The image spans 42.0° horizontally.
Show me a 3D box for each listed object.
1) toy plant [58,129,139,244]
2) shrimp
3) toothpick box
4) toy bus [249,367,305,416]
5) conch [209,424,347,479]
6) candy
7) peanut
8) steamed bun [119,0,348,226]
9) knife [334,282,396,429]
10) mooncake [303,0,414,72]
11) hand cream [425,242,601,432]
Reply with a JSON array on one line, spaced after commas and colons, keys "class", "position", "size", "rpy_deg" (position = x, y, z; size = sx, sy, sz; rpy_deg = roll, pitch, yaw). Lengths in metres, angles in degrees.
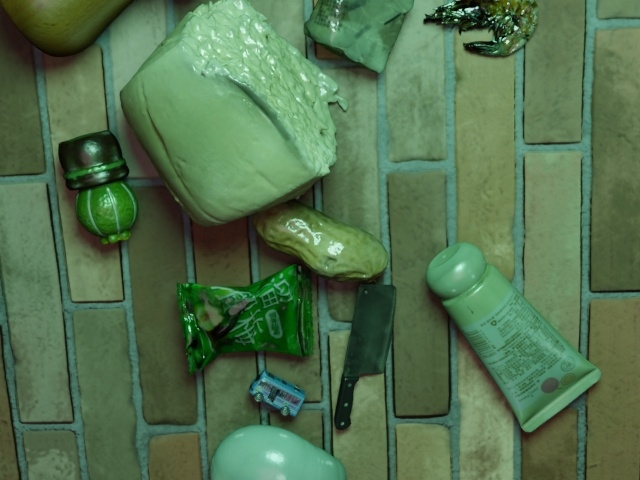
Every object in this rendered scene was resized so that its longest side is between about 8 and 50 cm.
[{"class": "toy plant", "position": [-0.319, -0.074, 1.215], "size": [0.093, 0.093, 0.162], "rpy_deg": [-15, 104, 5]}, {"class": "shrimp", "position": [0.227, -0.304, 1.178], "size": [0.161, 0.034, 0.091], "rpy_deg": [-4, 102, 2]}, {"class": "toothpick box", "position": [-0.275, -0.376, 1.105], "size": [0.294, 0.192, 0.192], "rpy_deg": [-29, 99, 12]}, {"class": "toy bus", "position": [-0.067, 0.237, 1.296], "size": [0.083, 0.038, 0.046], "rpy_deg": [29, 97, -6]}, {"class": "conch", "position": [-0.067, 0.381, 1.299], "size": [0.221, 0.121, 0.185], "rpy_deg": [19, 131, -7]}, {"class": "candy", "position": [-0.110, 0.113, 1.256], "size": [0.203, 0.078, 0.141], "rpy_deg": [-7, 113, -9]}, {"class": "peanut", "position": [0.000, 0.000, 1.219], "size": [0.214, 0.099, 0.099], "rpy_deg": [31, 101, 1]}, {"class": "steamed bun", "position": [-0.123, -0.164, 1.102], "size": [0.273, 0.272, 0.290], "rpy_deg": [-38, 94, 9]}, {"class": "knife", "position": [0.070, 0.182, 1.284], "size": [0.072, 0.019, 0.245], "rpy_deg": [5, 108, -19]}, {"class": "mooncake", "position": [0.052, -0.312, 1.150], "size": [0.130, 0.073, 0.125], "rpy_deg": [20, 100, -33]}, {"class": "hand cream", "position": [0.278, 0.137, 1.239], "size": [0.147, 0.093, 0.306], "rpy_deg": [-39, 100, 4]}]
